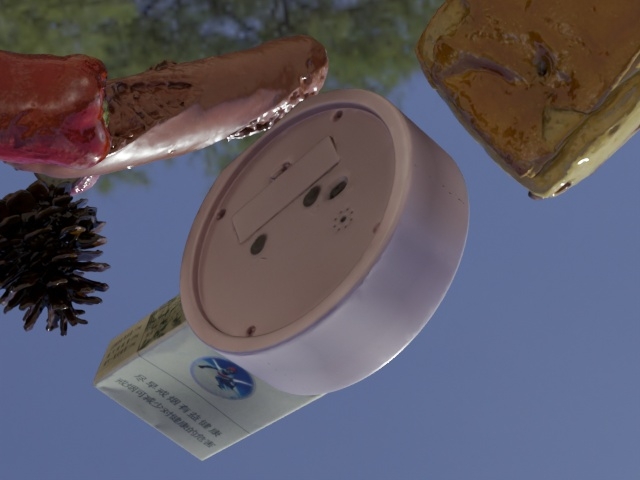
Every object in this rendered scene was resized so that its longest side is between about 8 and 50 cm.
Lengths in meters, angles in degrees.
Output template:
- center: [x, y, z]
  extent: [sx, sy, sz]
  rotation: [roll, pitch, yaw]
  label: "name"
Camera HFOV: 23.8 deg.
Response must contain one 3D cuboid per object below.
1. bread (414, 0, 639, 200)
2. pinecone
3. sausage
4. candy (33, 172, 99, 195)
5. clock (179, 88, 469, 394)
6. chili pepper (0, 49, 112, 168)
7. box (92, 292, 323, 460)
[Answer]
- center: [0.213, -0.179, 1.348]
  extent: [0.210, 0.235, 0.099]
  rotation: [51, -162, 20]
  label: "bread"
- center: [-0.313, 0.028, 1.733]
  extent: [0.163, 0.165, 0.163]
  rotation: [-25, 171, -4]
  label: "pinecone"
- center: [-0.109, -0.107, 1.204]
  extent: [0.087, 0.079, 0.327]
  rotation: [12, -158, 42]
  label: "sausage"
- center: [-0.338, -0.111, 2.024]
  extent: [0.103, 0.103, 0.043]
  rotation: [8, -175, 23]
  label: "candy"
- center: [0.000, 0.000, 0.995]
  extent: [0.197, 0.068, 0.196]
  rotation: [-28, -137, 30]
  label: "clock"
- center: [-0.171, -0.076, 0.817]
  extent: [0.123, 0.073, 0.070]
  rotation: [13, -125, -5]
  label: "chili pepper"
- center: [-0.105, 0.128, 1.624]
  extent: [0.256, 0.164, 0.069]
  rotation: [-33, -152, 41]
  label: "box"
